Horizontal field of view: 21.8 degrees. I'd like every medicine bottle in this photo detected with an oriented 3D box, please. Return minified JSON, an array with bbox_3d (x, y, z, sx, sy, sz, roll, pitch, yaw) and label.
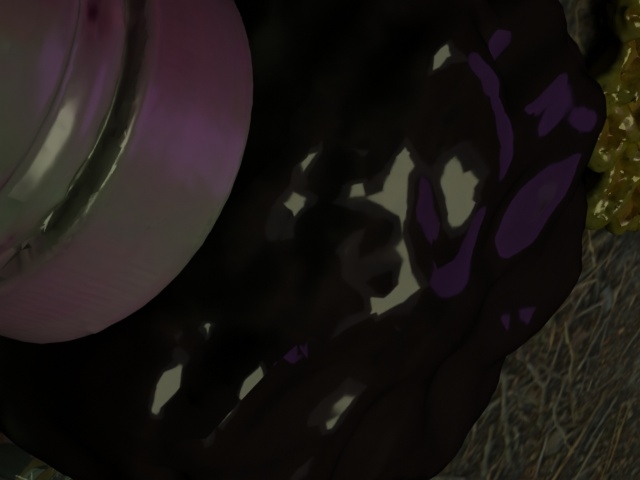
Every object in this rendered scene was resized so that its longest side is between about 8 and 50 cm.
[{"bbox_3d":[-0.201,-0.094,0.664,0.325,0.212,0.212,26,94,-51],"label":"medicine bottle"}]

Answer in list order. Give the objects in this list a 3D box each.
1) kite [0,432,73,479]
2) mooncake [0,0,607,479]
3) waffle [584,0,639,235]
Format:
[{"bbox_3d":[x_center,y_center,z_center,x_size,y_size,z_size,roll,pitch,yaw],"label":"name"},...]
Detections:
[{"bbox_3d":[-0.231,0.118,0.927,0.204,0.022,0.360,-59,143,-2],"label":"kite"},{"bbox_3d":[0.000,0.000,0.958,0.381,0.212,0.350,-60,150,3],"label":"mooncake"},{"bbox_3d":[0.304,-0.145,1.308,0.307,0.060,0.312,-18,129,-41],"label":"waffle"}]
